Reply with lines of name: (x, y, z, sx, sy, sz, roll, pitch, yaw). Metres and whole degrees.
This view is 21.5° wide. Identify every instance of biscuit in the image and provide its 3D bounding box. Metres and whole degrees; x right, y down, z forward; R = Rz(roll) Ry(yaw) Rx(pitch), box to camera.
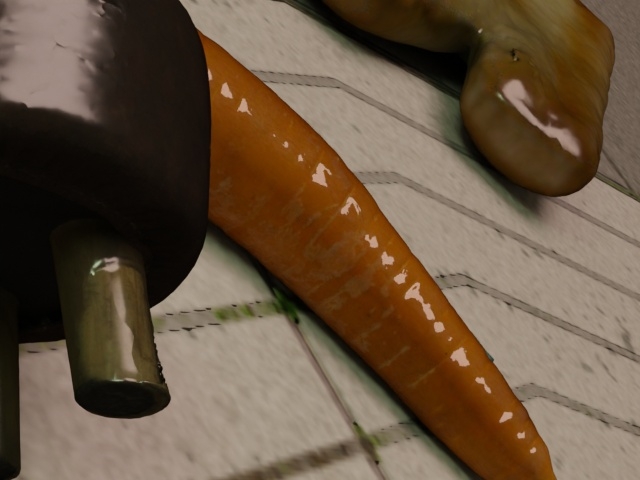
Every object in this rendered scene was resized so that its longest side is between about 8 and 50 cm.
biscuit: (0.086, -0.149, 1.036, 0.237, 0.062, 0.291, 42, 23, -9)

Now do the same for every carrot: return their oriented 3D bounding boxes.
carrot: (0.001, 0.000, 0.661, 0.271, 0.062, 0.066, 43, -10, -15)

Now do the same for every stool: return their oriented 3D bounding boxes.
stool: (-0.100, -0.028, 0.413, 0.217, 0.125, 0.121, 63, 24, -53)

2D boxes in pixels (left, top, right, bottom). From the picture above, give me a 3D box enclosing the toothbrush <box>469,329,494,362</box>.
toothbrush: (0.017, -0.005, 0.749, 0.167, 0.011, 0.014, 48, 28, 7)
